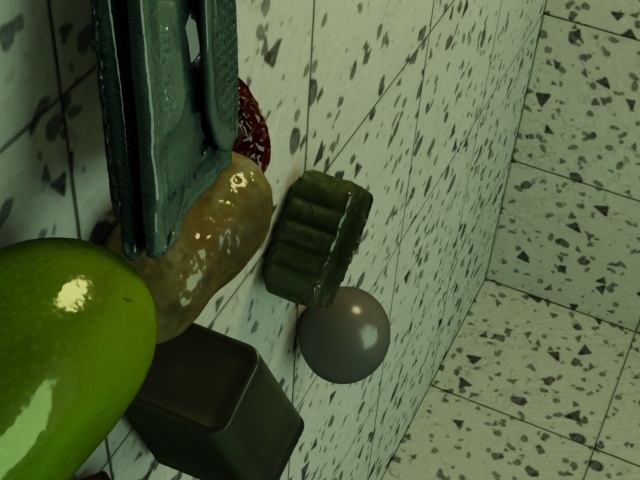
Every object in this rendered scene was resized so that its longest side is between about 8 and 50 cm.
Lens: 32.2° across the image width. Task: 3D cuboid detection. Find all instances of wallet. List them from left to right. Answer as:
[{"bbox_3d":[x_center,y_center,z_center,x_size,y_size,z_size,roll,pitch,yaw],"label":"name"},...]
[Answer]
[{"bbox_3d":[-0.112,-0.182,0.889,0.237,0.075,0.342,-63,155,-62],"label":"wallet"}]

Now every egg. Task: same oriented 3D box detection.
[{"bbox_3d":[0.038,0.154,1.766,0.146,0.146,0.198,-59,167,-33],"label":"egg"}]

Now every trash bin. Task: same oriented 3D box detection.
[{"bbox_3d":[-0.126,0.188,1.247,0.240,0.164,0.122,75,37,-62],"label":"trash bin"}]

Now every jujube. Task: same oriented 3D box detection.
[{"bbox_3d":[-0.093,-0.118,1.169,0.077,0.077,0.129,-58,149,-37],"label":"jujube"}]

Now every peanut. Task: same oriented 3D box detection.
[{"bbox_3d":[-0.136,0.006,1.075,0.224,0.129,0.129,-50,155,-31],"label":"peanut"}]

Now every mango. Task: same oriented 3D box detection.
[{"bbox_3d":[-0.241,0.121,0.798,0.343,0.156,0.192,-54,157,-49],"label":"mango"}]

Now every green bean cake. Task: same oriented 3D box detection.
[{"bbox_3d":[0.000,0.000,1.558,0.185,0.094,0.183,11,98,-74],"label":"green bean cake"}]

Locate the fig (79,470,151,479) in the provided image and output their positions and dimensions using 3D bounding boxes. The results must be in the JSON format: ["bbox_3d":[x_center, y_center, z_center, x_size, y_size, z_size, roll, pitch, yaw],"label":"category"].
[{"bbox_3d":[-0.208,0.340,1.154,0.205,0.205,0.205,20,90,-74],"label":"fig"}]
